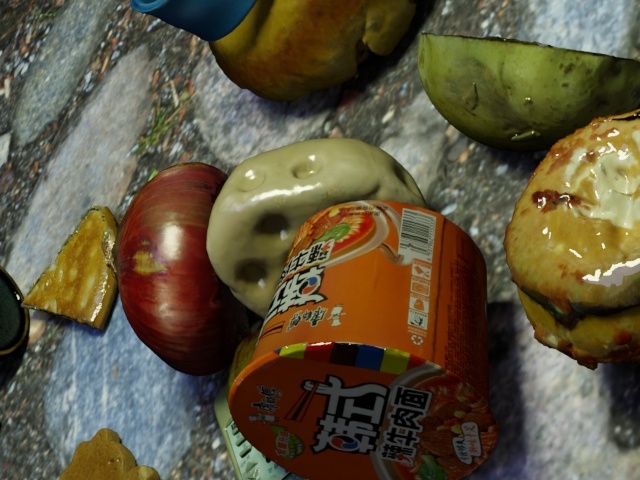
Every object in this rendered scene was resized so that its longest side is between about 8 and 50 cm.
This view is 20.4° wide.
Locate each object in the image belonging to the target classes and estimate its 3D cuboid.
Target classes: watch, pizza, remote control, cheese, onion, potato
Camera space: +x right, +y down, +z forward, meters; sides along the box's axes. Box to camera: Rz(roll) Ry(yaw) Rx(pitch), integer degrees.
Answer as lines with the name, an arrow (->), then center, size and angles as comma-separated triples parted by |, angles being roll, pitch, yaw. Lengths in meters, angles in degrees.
watch -> -0.143, -0.334, 2.009 | 0.196, 0.171, 0.200 | -13, 63, 64
pizza -> -0.314, 0.061, 2.258 | 0.176, 0.036, 0.185 | -38, 43, 26
remote control -> -0.049, 0.219, 1.854 | 0.098, 0.038, 0.233 | -44, 40, 18
cheese -> 0.000, 0.000, 1.836 | 0.117, 0.235, 0.218 | -94, 9, -60
onion -> -0.147, 0.034, 1.945 | 0.161, 0.248, 0.248 | -20, 48, 12
potato -> 0.198, -0.143, 1.766 | 0.271, 0.160, 0.111 | 15, 100, 51

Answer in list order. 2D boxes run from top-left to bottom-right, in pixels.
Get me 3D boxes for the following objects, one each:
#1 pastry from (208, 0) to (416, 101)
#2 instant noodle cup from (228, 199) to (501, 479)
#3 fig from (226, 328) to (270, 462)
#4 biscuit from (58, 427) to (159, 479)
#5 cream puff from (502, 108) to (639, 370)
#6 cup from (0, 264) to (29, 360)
pastry -> 0.000, -0.331, 2.095 | 0.356, 0.164, 0.356 | -34, 41, 35
instant noodle cup -> 0.054, 0.095, 1.679 | 0.250, 0.250, 0.192 | -22, 41, 37
fig -> -0.047, 0.160, 1.790 | 0.103, 0.109, 0.155 | -5, 56, 14
biscuit -> -0.244, 0.309, 2.007 | 0.166, 0.036, 0.225 | -52, 35, 6
cream puff -> 0.276, 0.003, 1.553 | 0.240, 0.164, 0.240 | -20, 44, 20
cup -> -0.496, 0.148, 2.295 | 0.177, 0.166, 0.239 | -36, 41, 30
